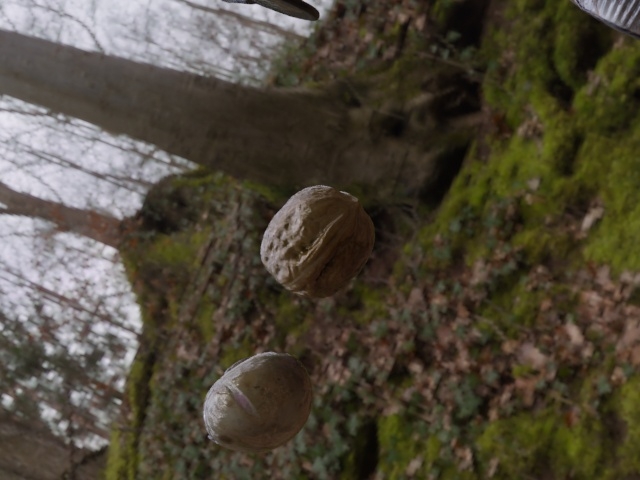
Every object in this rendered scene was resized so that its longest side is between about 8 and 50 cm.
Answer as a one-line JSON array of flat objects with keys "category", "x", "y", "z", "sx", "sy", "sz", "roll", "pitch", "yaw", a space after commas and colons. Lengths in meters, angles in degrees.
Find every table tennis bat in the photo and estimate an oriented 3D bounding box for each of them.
[{"category": "table tennis bat", "x": -0.095, "y": -0.388, "z": 1.640, "sx": 0.150, "sy": 0.236, "sz": 0.027, "roll": 17, "pitch": -86, "yaw": -38}]

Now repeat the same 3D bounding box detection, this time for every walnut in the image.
[{"category": "walnut", "x": 0.000, "y": 0.000, "z": 1.551, "sx": 0.184, "sy": 0.155, "sz": 0.155, "roll": -49, "pitch": -14, "yaw": 24}]

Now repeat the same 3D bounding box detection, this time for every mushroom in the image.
[{"category": "mushroom", "x": -0.138, "y": 0.343, "z": 2.168, "sx": 0.255, "sy": 0.184, "sz": 0.255, "roll": -23, "pitch": -30, "yaw": -14}]

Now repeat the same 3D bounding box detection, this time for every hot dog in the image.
[{"category": "hot dog", "x": 0.327, "y": -0.285, "z": 1.155, "sx": 0.075, "sy": 0.144, "sz": 0.268, "roll": -60, "pitch": 14, "yaw": 21}]
